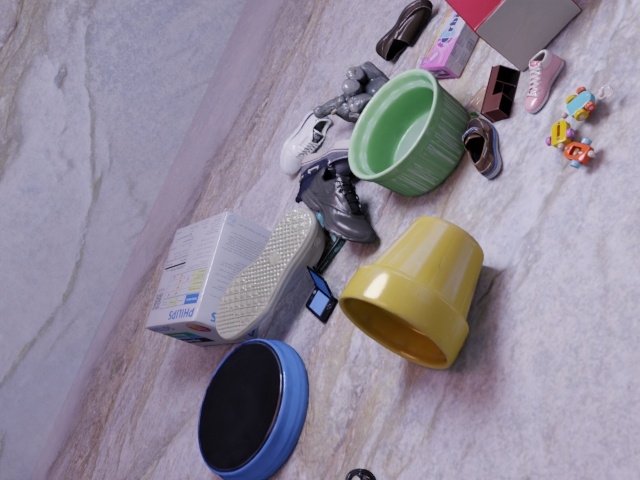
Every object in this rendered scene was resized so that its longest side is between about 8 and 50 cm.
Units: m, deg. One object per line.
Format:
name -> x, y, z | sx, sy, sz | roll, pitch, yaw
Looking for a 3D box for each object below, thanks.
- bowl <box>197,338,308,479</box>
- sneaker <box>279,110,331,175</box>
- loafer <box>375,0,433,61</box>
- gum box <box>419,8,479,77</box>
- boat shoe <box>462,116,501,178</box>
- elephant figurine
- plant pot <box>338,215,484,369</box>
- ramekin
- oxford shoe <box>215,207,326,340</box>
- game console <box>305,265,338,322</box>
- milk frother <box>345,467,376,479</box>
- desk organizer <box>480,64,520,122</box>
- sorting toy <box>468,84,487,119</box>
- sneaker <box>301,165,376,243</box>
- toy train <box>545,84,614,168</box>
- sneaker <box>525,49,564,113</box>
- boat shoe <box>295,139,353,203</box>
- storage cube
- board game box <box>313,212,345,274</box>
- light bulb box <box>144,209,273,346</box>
bowl -> -0.192, 0.445, 1.757 | 0.391, 0.077, 0.390 | -31, 44, 35
sneaker -> -0.051, -0.316, 2.166 | 0.095, 0.090, 0.235 | 37, 100, 50
loafer -> 0.256, -0.610, 1.944 | 0.220, 0.080, 0.078 | -46, 44, 35
gum box -> 0.346, -0.514, 1.731 | 0.107, 0.062, 0.188 | 23, 86, 60
boat shoe -> 0.358, -0.223, 1.483 | 0.066, 0.066, 0.183 | -41, 37, 32
elephant figurine -> 0.113, -0.401, 1.927 | 0.169, 0.186, 0.239 | -36, -7, -22
plant pot -> 0.203, 0.092, 1.327 | 0.254, 0.254, 0.239 | 1, 51, 57
ramekin -> 0.223, -0.256, 1.634 | 0.303, 0.148, 0.303 | -37, 39, 37
oxford shoe -> -0.132, 0.108, 1.853 | 0.169, 0.130, 0.449 | 44, 102, 32
game console -> -0.013, 0.143, 1.758 | 0.107, 0.071, 0.122 | -61, 30, 3
milk frother -> 0.038, 0.543, 1.366 | 0.143, 0.129, 0.135 | -29, 13, -34
desk organizer -> 0.413, -0.341, 1.512 | 0.050, 0.047, 0.130 | -5, 63, 53
sorting toy -> 0.382, -0.328, 1.582 | 0.083, 0.012, 0.062 | -51, 37, 13
sneaker -> 0.055, -0.096, 1.741 | 0.286, 0.109, 0.130 | 46, 118, 37
toy train -> 0.509, -0.217, 1.275 | 0.125, 0.046, 0.166 | 25, 91, 58
sneaker -> 0.464, -0.346, 1.416 | 0.134, 0.070, 0.051 | -62, 32, 3
boat shoe -> 0.042, -0.180, 1.898 | 0.341, 0.127, 0.158 | -10, 65, 63
storage cube -> 0.426, -0.537, 1.490 | 0.183, 0.215, 0.193 | -47, 40, 25
board game box -> 0.000, 0.000, 1.894 | 0.126, 0.026, 0.186 | -54, 31, 14
light bulb box -> -0.346, 0.136, 2.118 | 0.358, 0.225, 0.360 | -15, 56, 51
